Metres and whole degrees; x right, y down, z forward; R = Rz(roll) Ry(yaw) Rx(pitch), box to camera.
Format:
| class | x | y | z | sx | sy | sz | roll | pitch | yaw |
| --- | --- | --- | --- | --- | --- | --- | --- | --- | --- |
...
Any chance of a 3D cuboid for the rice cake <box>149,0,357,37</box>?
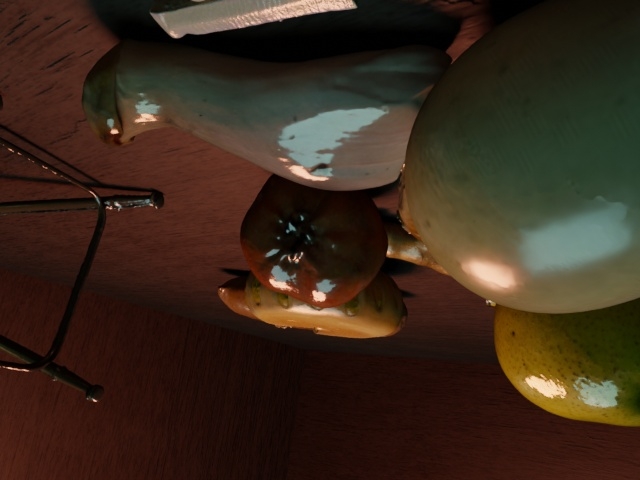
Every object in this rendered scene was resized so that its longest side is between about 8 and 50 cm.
| class | x | y | z | sx | sy | sz | roll | pitch | yaw |
| --- | --- | --- | --- | --- | --- | --- | --- | --- | --- |
| rice cake | -0.055 | -0.187 | 0.470 | 0.180 | 0.030 | 0.042 | 1 | 158 | 26 |

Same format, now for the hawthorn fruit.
| class | x | y | z | sx | sy | sz | roll | pitch | yaw |
| --- | --- | --- | --- | --- | --- | --- | --- | --- | --- |
| hawthorn fruit | 0.000 | 0.000 | 0.848 | 0.199 | 0.199 | 0.251 | 6 | 175 | 13 |

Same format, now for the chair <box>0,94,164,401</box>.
| class | x | y | z | sx | sy | sz | roll | pitch | yaw |
| --- | --- | --- | --- | --- | --- | --- | --- | --- | --- |
| chair | -0.558 | 0.013 | 0.925 | 0.410 | 0.362 | 0.364 | 7 | 166 | 26 |

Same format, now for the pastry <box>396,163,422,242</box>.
| class | x | y | z | sx | sy | sz | roll | pitch | yaw |
| --- | --- | --- | --- | --- | --- | --- | --- | --- | --- |
| pastry | 0.210 | -0.041 | 0.669 | 0.257 | 0.121 | 0.236 | 13 | 164 | -14 |

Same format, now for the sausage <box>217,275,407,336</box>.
| class | x | y | z | sx | sy | sz | roll | pitch | yaw |
| --- | --- | --- | --- | --- | --- | --- | --- | --- | --- |
| sausage | -0.024 | 0.171 | 1.549 | 0.500 | 0.123 | 0.136 | 7 | 162 | 12 |

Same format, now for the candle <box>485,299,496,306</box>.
| class | x | y | z | sx | sy | sz | roll | pitch | yaw |
| --- | --- | --- | --- | --- | --- | --- | --- | --- | --- |
| candle | 0.413 | 0.116 | 1.238 | 0.130 | 0.052 | 0.052 | 0 | 162 | 25 |

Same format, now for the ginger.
| class | x | y | z | sx | sy | sz | roll | pitch | yaw |
| --- | --- | --- | --- | --- | --- | --- | --- | --- | --- |
| ginger | 0.169 | 0.016 | 0.996 | 0.298 | 0.065 | 0.118 | 12 | 156 | -11 |

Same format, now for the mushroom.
| class | x | y | z | sx | sy | sz | roll | pitch | yaw |
| --- | --- | --- | --- | --- | --- | --- | --- | --- | --- |
| mushroom | -0.056 | -0.132 | 0.561 | 0.328 | 0.122 | 0.159 | 8 | 128 | 1 |

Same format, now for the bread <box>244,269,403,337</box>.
| class | x | y | z | sx | sy | sz | roll | pitch | yaw |
| --- | --- | --- | --- | --- | --- | --- | --- | --- | --- |
| bread | 0.015 | 0.107 | 1.234 | 0.333 | 0.160 | 0.333 | 7 | 165 | 2 |

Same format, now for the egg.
| class | x | y | z | sx | sy | sz | roll | pitch | yaw |
| --- | --- | --- | --- | --- | --- | --- | --- | --- | --- |
| egg | 0.192 | -0.067 | 0.417 | 0.218 | 0.218 | 0.295 | 18 | 150 | -28 |

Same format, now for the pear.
| class | x | y | z | sx | sy | sz | roll | pitch | yaw |
| --- | --- | --- | --- | --- | --- | --- | --- | --- | --- |
| pear | 0.373 | 0.106 | 0.787 | 0.294 | 0.294 | 0.294 | 9 | 164 | 2 |
